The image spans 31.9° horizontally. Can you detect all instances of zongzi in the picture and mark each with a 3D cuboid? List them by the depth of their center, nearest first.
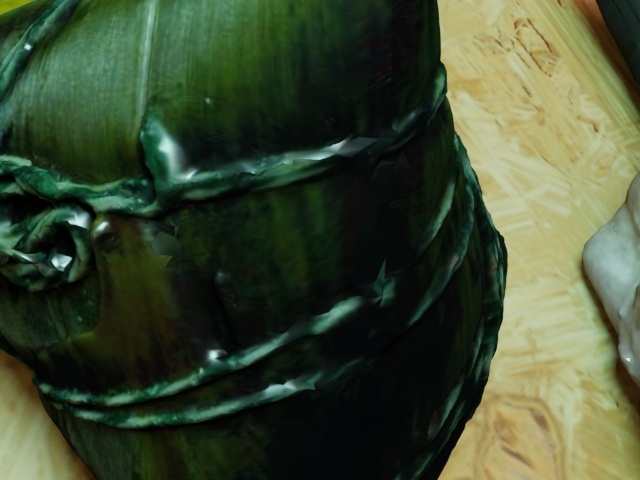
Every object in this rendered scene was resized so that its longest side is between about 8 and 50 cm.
[{"bbox_3d":[0.000,0.000,0.575,0.362,0.319,0.383,-48,127,-46],"label":"zongzi"}]

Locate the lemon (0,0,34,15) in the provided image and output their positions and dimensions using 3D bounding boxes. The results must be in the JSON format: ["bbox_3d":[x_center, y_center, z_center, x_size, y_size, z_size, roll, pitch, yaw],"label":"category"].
[{"bbox_3d":[-0.175,-0.199,0.612,0.234,0.233,0.288,21,68,-11],"label":"lemon"}]

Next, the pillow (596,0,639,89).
[{"bbox_3d":[0.328,-0.154,0.872,0.250,0.106,0.186,-8,66,-31],"label":"pillow"}]

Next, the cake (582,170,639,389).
[{"bbox_3d":[0.357,0.024,0.684,0.309,0.237,0.230,7,40,-21],"label":"cake"}]
